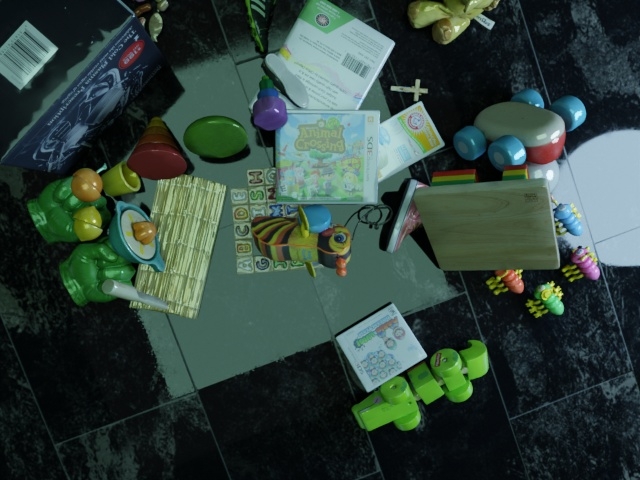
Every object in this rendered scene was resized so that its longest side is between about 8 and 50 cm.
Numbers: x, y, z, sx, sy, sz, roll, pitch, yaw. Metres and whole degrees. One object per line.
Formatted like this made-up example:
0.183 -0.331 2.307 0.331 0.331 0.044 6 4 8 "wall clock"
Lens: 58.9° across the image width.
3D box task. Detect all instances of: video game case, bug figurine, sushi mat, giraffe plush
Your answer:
0.137 0.242 1.287 0.157 0.019 0.143 -30 69 -3 "video game case"
0.014 -0.171 1.165 0.213 0.023 0.193 0 101 -3 "video game case"
0.534 0.053 1.310 0.279 0.072 0.216 -45 102 0 "bug figurine"
-0.314 0.011 1.259 0.152 0.019 0.316 13 91 -5 "sushi mat"
0.310 -0.528 1.214 0.211 0.170 0.181 13 92 -6 "giraffe plush"

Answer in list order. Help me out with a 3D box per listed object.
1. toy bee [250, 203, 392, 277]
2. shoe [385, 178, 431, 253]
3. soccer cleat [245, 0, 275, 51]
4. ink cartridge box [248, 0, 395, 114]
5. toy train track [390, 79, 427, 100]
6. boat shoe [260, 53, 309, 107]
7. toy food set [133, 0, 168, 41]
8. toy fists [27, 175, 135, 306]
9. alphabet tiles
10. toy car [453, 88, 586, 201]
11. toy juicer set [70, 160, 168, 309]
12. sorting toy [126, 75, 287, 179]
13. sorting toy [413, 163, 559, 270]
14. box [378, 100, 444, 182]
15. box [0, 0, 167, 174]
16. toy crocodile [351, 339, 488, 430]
0.000 0.000 1.194 0.299 0.162 0.195 -20 134 16 "toy bee"
0.212 -0.045 1.285 0.081 0.063 0.177 21 87 -1 "shoe"
-0.127 -0.501 1.229 0.073 0.060 0.178 -12 92 -6 "soccer cleat"
-0.002 -0.344 1.220 0.202 0.117 0.278 29 91 -6 "ink cartridge box"
0.202 -0.344 1.294 0.084 0.014 0.048 5 100 0 "toy train track"
-0.073 -0.314 1.138 0.125 0.038 0.046 47 58 -9 "boat shoe"
-0.372 -0.499 1.226 0.078 0.019 0.122 18 99 -6 "toy food set"
-0.499 0.000 1.203 0.142 0.096 0.279 -25 94 -5 "toy fists"
-0.099 -0.047 1.283 0.199 0.009 0.236 -5 94 -5 "alphabet tiles"
0.452 -0.178 1.268 0.219 0.210 0.237 -33 124 -16 "toy car"
-0.391 -0.008 1.139 0.090 0.209 0.328 -21 88 14 "toy juicer set"
-0.238 -0.243 1.161 0.366 0.127 0.126 -18 65 21 "sorting toy"
0.359 -0.048 1.202 0.257 0.255 0.089 -2 49 27 "sorting toy"
0.150 -0.205 1.250 0.203 0.103 0.114 -29 96 -3 "box"
-0.493 -0.314 1.076 0.179 0.312 0.343 42 89 -7 "box"
0.231 0.329 1.293 0.341 0.105 0.115 -28 118 2 "toy crocodile"
